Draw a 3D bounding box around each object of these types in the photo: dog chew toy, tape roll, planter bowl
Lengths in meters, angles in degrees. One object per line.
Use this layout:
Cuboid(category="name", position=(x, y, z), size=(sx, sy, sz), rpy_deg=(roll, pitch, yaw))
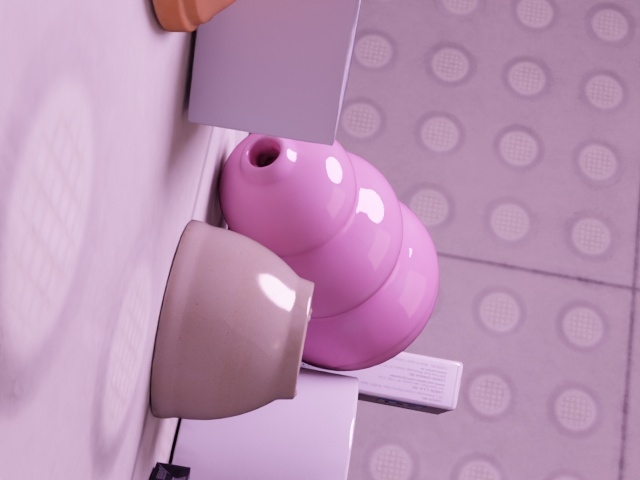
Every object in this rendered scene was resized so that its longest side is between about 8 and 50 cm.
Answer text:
Cuboid(category="dog chew toy", position=(0.000, 0.000, 1.032), size=(0.332, 0.207, 0.206), rpy_deg=(57, 38, -55))
Cuboid(category="tape roll", position=(-0.063, 0.249, 1.068), size=(0.246, 0.169, 0.246), rpy_deg=(10, 90, -90))
Cuboid(category="planter bowl", position=(-0.064, 0.072, 0.818), size=(0.162, 0.109, 0.162), rpy_deg=(11, 90, -90))

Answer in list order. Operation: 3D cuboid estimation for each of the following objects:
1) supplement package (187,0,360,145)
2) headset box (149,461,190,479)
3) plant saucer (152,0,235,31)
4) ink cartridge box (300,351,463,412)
Cuboid(category="supplement package", position=(-0.027, -0.149, 0.743), size=(0.179, 0.105, 0.105), rpy_deg=(-77, 178, -69))
Cuboid(category="headset box", position=(-0.132, 0.238, 0.848), size=(0.062, 0.032, 0.083), rpy_deg=(-79, 177, -67))
Cuboid(category="plant saucer", position=(-0.053, -0.211, 0.552), size=(0.200, 0.037, 0.199), rpy_deg=(10, 90, -89))
Cuboid(category="ink cartridge box", position=(0.019, 0.172, 1.340), size=(0.261, 0.297, 0.066), rpy_deg=(97, 4, -79))
